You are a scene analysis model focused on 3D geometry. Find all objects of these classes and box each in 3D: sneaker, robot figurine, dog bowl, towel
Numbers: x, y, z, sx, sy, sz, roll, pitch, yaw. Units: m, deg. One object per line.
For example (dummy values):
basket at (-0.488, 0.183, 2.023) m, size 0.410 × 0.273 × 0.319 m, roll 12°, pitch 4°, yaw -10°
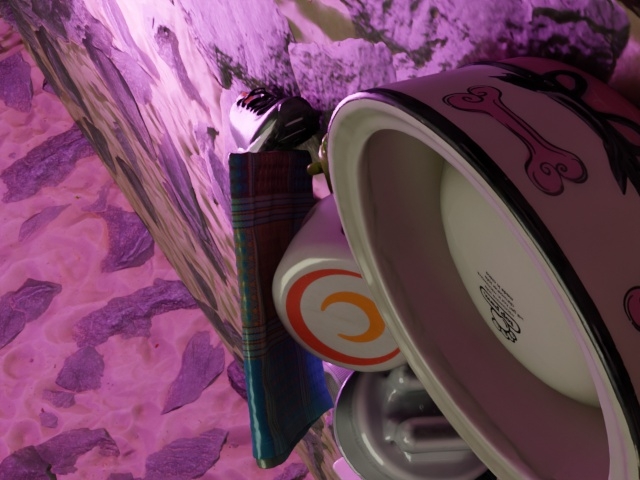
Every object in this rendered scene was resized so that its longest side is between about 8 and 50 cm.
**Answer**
sneaker at (-0.080, -0.162, 1.411) m, size 0.108 × 0.100 × 0.271 m, roll 65°, pitch 165°, yaw -3°
robot figurine at (0.037, -0.087, 1.237) m, size 0.101 × 0.067 × 0.115 m, roll 12°, pitch 141°, yaw 27°
dog bowl at (0.174, 0.032, 0.840) m, size 0.408 × 0.150 × 0.408 m, roll 53°, pitch 164°, yaw 23°
towel at (-0.044, 0.071, 1.286) m, size 0.271 × 0.040 × 0.370 m, roll -21°, pitch -72°, yaw -74°
robot figurine at (0.126, 0.230, 1.349) m, size 0.353 × 0.200 × 0.299 m, roll 113°, pitch 158°, yaw -72°

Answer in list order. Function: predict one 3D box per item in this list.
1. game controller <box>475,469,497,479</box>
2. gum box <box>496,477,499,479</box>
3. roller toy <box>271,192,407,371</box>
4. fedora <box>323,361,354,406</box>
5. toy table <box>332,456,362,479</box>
game controller at (0.277, 0.411, 1.454) m, size 0.167 × 0.067 × 0.319 m, roll 25°, pitch 147°, yaw 20°
gum box at (0.289, 0.291, 1.148) m, size 0.188 × 0.062 × 0.107 m, roll 33°, pitch 149°, yaw 36°
roller toy at (0.054, 0.041, 1.193) m, size 0.209 × 0.146 × 0.191 m, roll -13°, pitch 121°, yaw 30°
fedora at (0.073, 0.234, 1.685) m, size 0.243 × 0.124 × 0.275 m, roll 48°, pitch 163°, yaw 29°
toy table at (0.157, 0.460, 1.820) m, size 0.252 × 0.161 × 0.274 m, roll 48°, pitch 162°, yaw 32°
